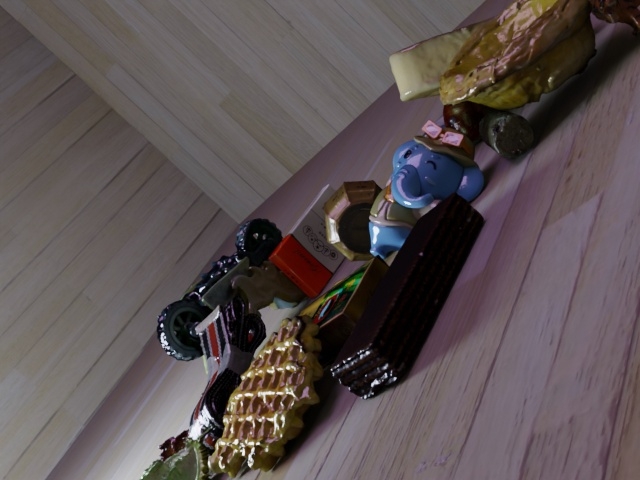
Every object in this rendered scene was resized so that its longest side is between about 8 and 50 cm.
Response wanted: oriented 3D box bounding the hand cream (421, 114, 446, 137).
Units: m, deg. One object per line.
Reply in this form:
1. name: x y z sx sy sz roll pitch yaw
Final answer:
1. hand cream: 0.297 -0.268 2.335 0.088 0.055 0.256 -30 13 49

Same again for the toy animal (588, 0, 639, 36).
1. toy animal: 0.547 -0.435 1.675 0.255 0.116 0.114 -48 11 -11

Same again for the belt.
1. belt: -0.177 0.253 1.916 0.094 0.126 0.359 -44 25 28

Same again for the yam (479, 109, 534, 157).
1. yam: 0.325 -0.192 1.779 0.078 0.078 0.179 -45 9 10

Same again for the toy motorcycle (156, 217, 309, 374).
1. toy motorcycle: -0.176 0.139 2.189 0.168 0.237 0.410 -13 29 47

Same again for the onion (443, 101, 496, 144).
1. onion: 0.305 -0.260 2.071 0.118 0.118 0.117 -37 10 47

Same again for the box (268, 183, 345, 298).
1. box: 0.000 0.000 2.255 0.035 0.139 0.245 -31 20 54

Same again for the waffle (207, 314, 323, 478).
1. waffle: -0.085 0.263 1.642 0.301 0.058 0.281 -45 24 42

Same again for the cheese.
1. cheese: 0.350 -0.386 2.096 0.384 0.104 0.384 -17 0 0

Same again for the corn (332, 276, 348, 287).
1. corn: 0.053 0.089 1.954 0.037 0.037 0.092 -52 11 -25

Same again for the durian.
1. durian: -0.245 0.414 1.745 0.215 0.100 0.086 -39 10 -2

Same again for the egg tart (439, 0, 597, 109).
1. egg tart: 0.359 -0.329 1.770 0.345 0.132 0.345 -36 16 12

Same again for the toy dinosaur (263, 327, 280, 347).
1. toy dinosaur: -0.085 0.246 1.924 0.212 0.057 0.142 128 165 -65

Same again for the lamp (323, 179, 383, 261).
1. lamp: 0.082 -0.041 2.010 0.161 0.161 0.185 -46 6 8

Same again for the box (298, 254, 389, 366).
1. box: 0.024 0.142 1.760 0.240 0.071 0.159 -39 11 44

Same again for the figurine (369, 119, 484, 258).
1. figurine: 0.190 -0.083 1.811 0.180 0.154 0.262 -6 59 63

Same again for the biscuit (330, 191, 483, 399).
1. biscuit: 0.137 0.076 1.523 0.107 0.073 0.388 -39 13 46

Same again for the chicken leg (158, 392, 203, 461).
1. chicken leg: -0.252 0.382 1.961 0.205 0.093 0.053 -55 36 4
